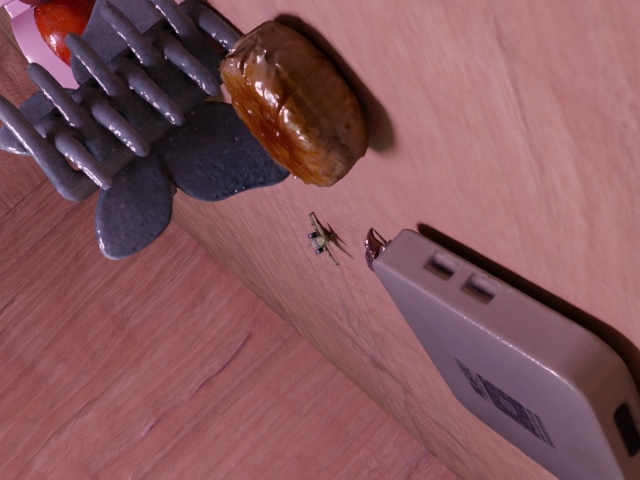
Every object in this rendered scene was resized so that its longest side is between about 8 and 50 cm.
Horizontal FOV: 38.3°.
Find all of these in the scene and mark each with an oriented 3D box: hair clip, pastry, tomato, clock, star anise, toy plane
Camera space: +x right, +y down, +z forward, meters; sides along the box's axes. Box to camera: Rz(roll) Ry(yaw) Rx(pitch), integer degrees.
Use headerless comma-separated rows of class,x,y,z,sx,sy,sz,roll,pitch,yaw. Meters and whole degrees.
hair clip,-0.254,-0.179,1.234,0.392,0.318,0.238,48,166,3
pastry,-0.028,-0.151,1.036,0.192,0.093,0.182,50,165,-11
tomato,-0.419,-0.394,1.641,0.173,0.099,0.189,40,-147,-40
clock,-0.482,-0.353,1.788,0.275,0.080,0.290,62,-172,-4
star anise,0.108,0.044,1.355,0.141,0.042,0.141,43,168,12
toy plane,0.000,0.000,1.600,0.102,0.040,0.111,66,166,-2

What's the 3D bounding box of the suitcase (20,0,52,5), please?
suitcase,-0.262,-0.365,0.806,0.161,0.236,0.297,35,168,0

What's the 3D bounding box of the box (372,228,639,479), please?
box,0.254,0.170,1.146,0.373,0.090,0.367,35,163,48

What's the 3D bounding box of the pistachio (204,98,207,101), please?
pistachio,-0.238,-0.236,1.487,0.124,0.124,0.185,50,-176,-17
